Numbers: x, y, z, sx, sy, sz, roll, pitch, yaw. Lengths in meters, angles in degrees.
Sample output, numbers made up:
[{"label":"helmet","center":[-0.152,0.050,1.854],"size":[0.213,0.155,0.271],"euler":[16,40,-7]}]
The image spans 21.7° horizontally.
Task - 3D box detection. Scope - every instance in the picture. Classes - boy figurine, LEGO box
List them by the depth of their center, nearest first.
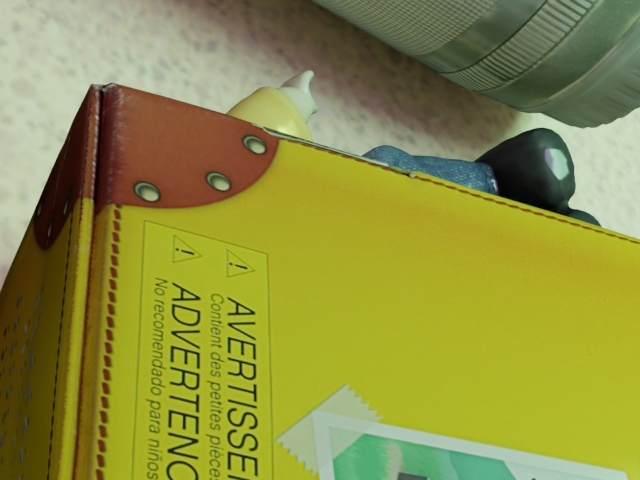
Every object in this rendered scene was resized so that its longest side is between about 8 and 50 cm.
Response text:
[{"label":"LEGO box","center":[0.071,0.226,0.458],"size":[0.372,0.193,0.500],"euler":[16,41,-18]},{"label":"boy figurine","center":[0.000,0.000,0.770],"size":[0.285,0.092,0.177],"euler":[-4,67,-40]}]

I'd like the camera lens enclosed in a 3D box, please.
[{"label":"camera lens","center":[0.071,-0.207,0.859],"size":[0.274,0.219,0.219],"euler":[28,50,-18]}]
